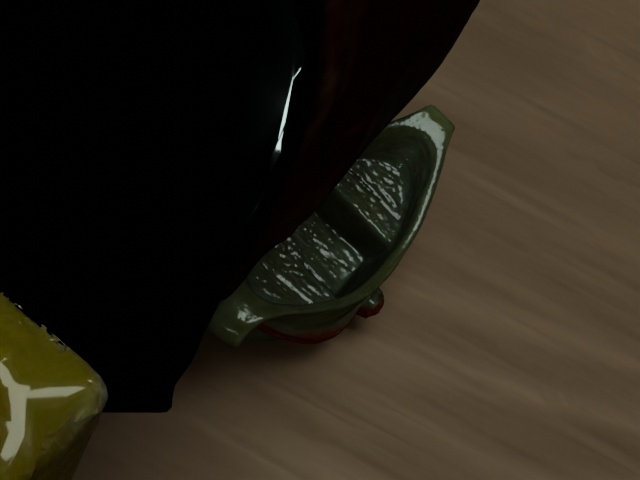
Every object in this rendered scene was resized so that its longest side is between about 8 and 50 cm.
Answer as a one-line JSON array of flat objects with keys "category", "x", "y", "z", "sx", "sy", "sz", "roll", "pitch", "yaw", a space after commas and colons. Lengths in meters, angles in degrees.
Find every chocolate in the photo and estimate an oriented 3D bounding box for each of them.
[{"category": "chocolate", "x": -0.089, "y": -0.148, "z": 0.554, "sx": 0.383, "sy": 0.384, "sz": 0.331, "roll": 44, "pitch": 32, "yaw": 12}]

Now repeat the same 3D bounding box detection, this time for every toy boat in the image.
[{"category": "toy boat", "x": 0.000, "y": 0.000, "z": 0.620, "sx": 0.089, "sy": 0.071, "sz": 0.185, "roll": 42, "pitch": 51, "yaw": 4}]

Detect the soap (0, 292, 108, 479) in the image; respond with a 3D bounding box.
[{"category": "soap", "x": -0.228, "y": 0.020, "z": 0.422, "sx": 0.315, "sy": 0.199, "sz": 0.091, "roll": 39, "pitch": 44, "yaw": 9}]
